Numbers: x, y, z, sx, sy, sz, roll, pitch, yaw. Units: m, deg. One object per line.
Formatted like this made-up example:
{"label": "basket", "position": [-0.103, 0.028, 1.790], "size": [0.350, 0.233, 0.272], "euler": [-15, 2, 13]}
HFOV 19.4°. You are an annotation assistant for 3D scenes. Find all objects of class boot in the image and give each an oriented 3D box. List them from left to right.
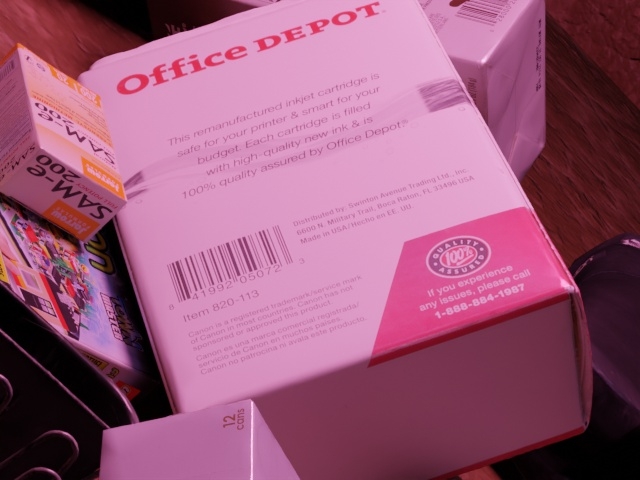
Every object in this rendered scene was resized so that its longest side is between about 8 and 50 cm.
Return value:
{"label": "boot", "position": [0.314, 0.176, 1.491], "size": [0.367, 0.146, 0.445], "euler": [40, 15, 3]}

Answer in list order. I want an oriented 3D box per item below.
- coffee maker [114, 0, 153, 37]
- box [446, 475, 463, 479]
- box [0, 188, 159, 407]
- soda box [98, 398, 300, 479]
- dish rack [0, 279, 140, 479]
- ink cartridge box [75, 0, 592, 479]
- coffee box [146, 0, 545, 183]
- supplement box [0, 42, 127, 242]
{"label": "coffee maker", "position": [-0.122, -0.226, 1.327], "size": [0.171, 0.120, 0.178], "euler": [60, 8, 29]}
{"label": "box", "position": [0.036, 0.211, 0.885], "size": [0.113, 0.094, 0.275], "euler": [49, 19, 3]}
{"label": "box", "position": [-0.159, -0.007, 0.985], "size": [0.114, 0.036, 0.207], "euler": [31, 25, -42]}
{"label": "soda box", "position": [-0.047, 0.171, 0.711], "size": [0.074, 0.069, 0.216], "euler": [64, 18, -45]}
{"label": "dish rack", "position": [-0.182, 0.080, 0.701], "size": [0.208, 0.074, 0.271], "euler": [43, 19, -13]}
{"label": "ink cartridge box", "position": [0.000, 0.000, 1.023], "size": [0.283, 0.207, 0.117], "euler": [-113, -174, -45]}
{"label": "coffee box", "position": [0.018, -0.118, 1.241], "size": [0.246, 0.141, 0.098], "euler": [17, 48, 24]}
{"label": "supplement box", "position": [-0.142, -0.053, 0.995], "size": [0.062, 0.036, 0.098], "euler": [33, 24, -37]}
